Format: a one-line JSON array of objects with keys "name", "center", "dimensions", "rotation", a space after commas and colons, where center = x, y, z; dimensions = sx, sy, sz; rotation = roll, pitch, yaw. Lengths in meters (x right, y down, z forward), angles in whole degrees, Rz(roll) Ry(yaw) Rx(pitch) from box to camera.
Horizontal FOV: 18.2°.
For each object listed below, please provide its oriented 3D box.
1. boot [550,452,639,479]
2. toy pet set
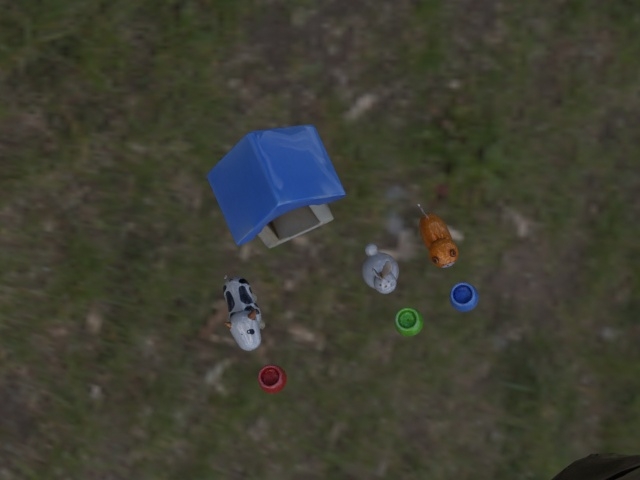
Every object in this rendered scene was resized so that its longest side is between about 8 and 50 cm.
[{"name": "boot", "center": [0.083, 0.117, 0.424], "dimensions": [0.090, 0.207, 0.248], "rotation": [51, 53, -11]}, {"name": "toy pet set", "center": [0.000, 0.000, 1.003], "dimensions": [0.122, 0.065, 0.114], "rotation": [-25, 72, 3]}]
